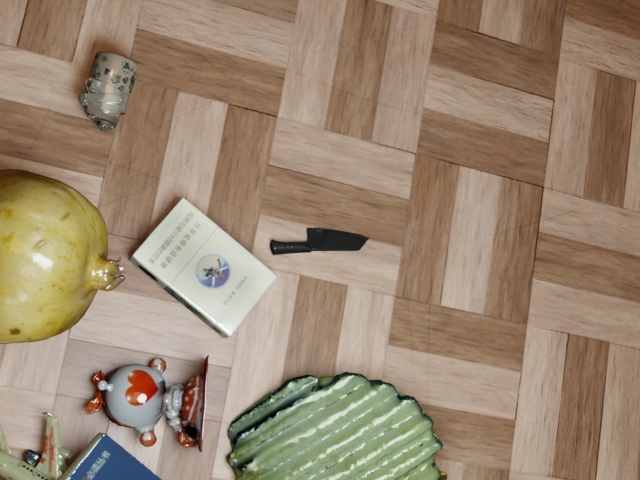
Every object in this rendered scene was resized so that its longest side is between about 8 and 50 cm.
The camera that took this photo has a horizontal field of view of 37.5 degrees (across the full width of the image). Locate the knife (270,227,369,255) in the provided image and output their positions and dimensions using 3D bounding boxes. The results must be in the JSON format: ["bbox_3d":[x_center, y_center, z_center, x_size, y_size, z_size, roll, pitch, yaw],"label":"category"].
[{"bbox_3d":[0.000,0.000,2.043,0.231,0.028,0.060,-1,70,-20],"label":"knife"}]

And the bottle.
[{"bbox_3d":[-0.432,-0.299,1.910,0.099,0.099,0.152,18,80,-15],"label":"bottle"}]

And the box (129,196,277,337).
[{"bbox_3d":[-0.238,0.057,1.929,0.256,0.069,0.164,41,72,-8],"label":"box"}]

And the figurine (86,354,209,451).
[{"bbox_3d":[-0.335,0.310,1.829,0.226,0.160,0.183,4,80,-8],"label":"figurine"}]

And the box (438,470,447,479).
[{"bbox_3d":[0.163,0.603,1.959,0.169,0.097,0.265,10,79,-16],"label":"box"}]

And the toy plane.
[{"bbox_3d":[-0.529,0.452,1.755,0.256,0.104,0.241,35,70,-10],"label":"toy plane"}]

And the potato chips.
[{"bbox_3d":[0.023,0.437,1.892,0.429,0.070,0.358,-29,83,-4],"label":"potato chips"}]

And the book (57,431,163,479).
[{"bbox_3d":[-0.357,0.596,1.758,0.428,0.039,0.300,47,70,-25],"label":"book"}]

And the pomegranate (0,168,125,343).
[{"bbox_3d":[-0.522,0.037,1.703,0.343,0.342,0.342,3,81,-18],"label":"pomegranate"}]
